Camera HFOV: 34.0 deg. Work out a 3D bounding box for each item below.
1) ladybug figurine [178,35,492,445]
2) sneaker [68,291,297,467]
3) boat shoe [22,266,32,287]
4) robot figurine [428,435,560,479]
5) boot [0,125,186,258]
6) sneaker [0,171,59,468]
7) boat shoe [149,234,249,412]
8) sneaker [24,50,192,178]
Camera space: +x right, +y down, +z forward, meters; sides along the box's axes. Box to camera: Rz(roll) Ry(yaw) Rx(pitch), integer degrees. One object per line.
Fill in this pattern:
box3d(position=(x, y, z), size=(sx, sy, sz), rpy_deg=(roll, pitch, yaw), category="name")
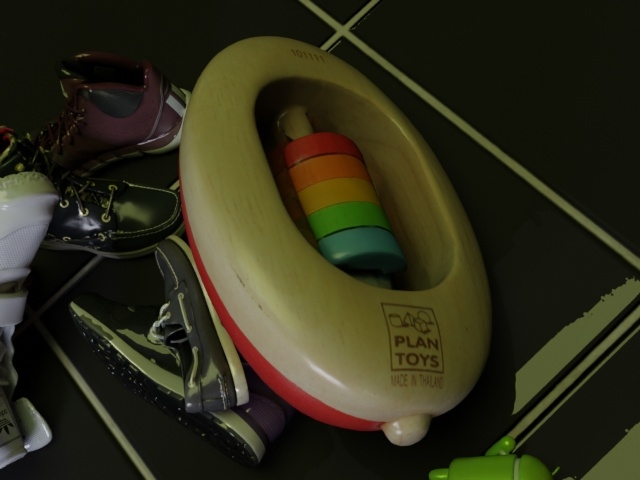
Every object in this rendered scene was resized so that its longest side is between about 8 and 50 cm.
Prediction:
box3d(position=(0.000, 0.000, 1.000), size=(0.162, 0.305, 0.449), rpy_deg=(-51, 42, 39), category="ladybug figurine")
box3d(position=(-0.134, 0.115, 1.092), size=(0.283, 0.107, 0.124), rpy_deg=(29, 63, 27), category="sneaker")
box3d(position=(-0.454, 0.094, 1.235), size=(0.257, 0.095, 0.095), rpy_deg=(-18, 94, 5), category="boat shoe")
box3d(position=(0.155, 0.224, 0.924), size=(0.115, 0.067, 0.101), rpy_deg=(-7, 54, 18), category="robot figurine")
box3d(position=(-0.279, -0.055, 1.172), size=(0.236, 0.178, 0.085), rpy_deg=(0, 63, 23), category="boot")
box3d(position=(-0.349, 0.113, 1.097), size=(0.210, 0.137, 0.366), rpy_deg=(45, 107, 11), category="sneaker")
box3d(position=(-0.132, 0.078, 1.011), size=(0.064, 0.075, 0.206), rpy_deg=(-18, 54, -15), category="boat shoe")
box3d(position=(-0.299, -0.150, 1.239), size=(0.281, 0.162, 0.106), rpy_deg=(-20, 59, 11), category="sneaker")
